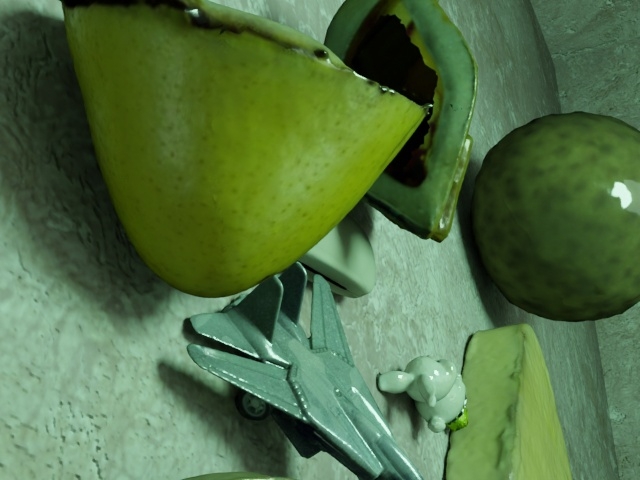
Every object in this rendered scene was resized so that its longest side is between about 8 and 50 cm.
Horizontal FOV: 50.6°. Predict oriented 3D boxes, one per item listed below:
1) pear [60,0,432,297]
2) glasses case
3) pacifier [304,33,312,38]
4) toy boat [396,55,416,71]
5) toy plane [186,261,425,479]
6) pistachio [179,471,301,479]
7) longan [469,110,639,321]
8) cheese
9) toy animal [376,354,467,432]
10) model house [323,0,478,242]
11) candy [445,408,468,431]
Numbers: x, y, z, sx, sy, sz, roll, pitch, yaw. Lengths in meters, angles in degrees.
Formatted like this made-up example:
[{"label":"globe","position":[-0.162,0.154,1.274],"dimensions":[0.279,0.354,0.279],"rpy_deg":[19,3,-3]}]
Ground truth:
[{"label":"pear","position":[-0.060,-0.048,0.469],"dimensions":[0.267,0.266,0.178],"rpy_deg":[12,91,-60]},{"label":"glasses case","position":[0.000,0.000,0.676],"dimensions":[0.204,0.051,0.081],"rpy_deg":[35,44,-51]},{"label":"pacifier","position":[-0.034,-0.181,0.714],"dimensions":[0.064,0.068,0.083],"rpy_deg":[55,-14,46]},{"label":"toy boat","position":[0.102,-0.235,0.917],"dimensions":[0.188,0.116,0.061],"rpy_deg":[-18,86,-61]},{"label":"toy plane","position":[0.011,0.150,0.553],"dimensions":[0.267,0.088,0.212],"rpy_deg":[57,28,4]},{"label":"pistachio","position":[-0.053,0.194,0.422],"dimensions":[0.149,0.113,0.113],"rpy_deg":[38,45,-51]},{"label":"longan","position":[0.465,-0.042,1.249],"dimensions":[0.391,0.391,0.391],"rpy_deg":[37,46,-51]},{"label":"cheese","position":[0.311,0.359,1.038],"dimensions":[0.384,0.104,0.384],"rpy_deg":[37,46,-51]},{"label":"toy animal","position":[0.129,0.176,0.819],"dimensions":[0.085,0.071,0.124],"rpy_deg":[-62,142,-28]},{"label":"model house","position":[0.101,-0.131,0.753],"dimensions":[0.239,0.173,0.268],"rpy_deg":[28,80,-68]},{"label":"candy","position":[0.161,0.210,0.915],"dimensions":[0.123,0.035,0.035],"rpy_deg":[52,46,-21]}]
